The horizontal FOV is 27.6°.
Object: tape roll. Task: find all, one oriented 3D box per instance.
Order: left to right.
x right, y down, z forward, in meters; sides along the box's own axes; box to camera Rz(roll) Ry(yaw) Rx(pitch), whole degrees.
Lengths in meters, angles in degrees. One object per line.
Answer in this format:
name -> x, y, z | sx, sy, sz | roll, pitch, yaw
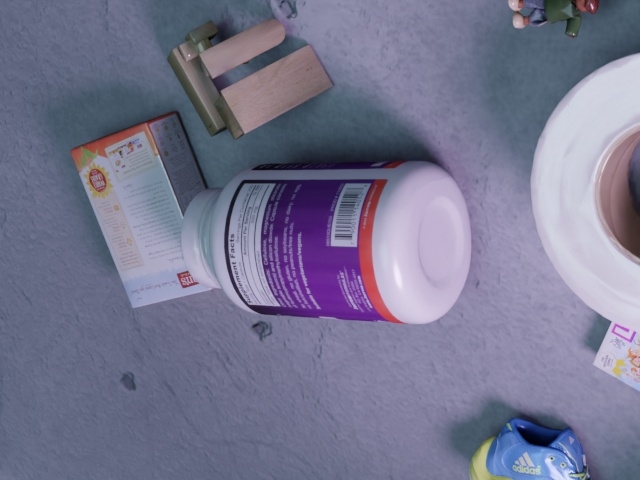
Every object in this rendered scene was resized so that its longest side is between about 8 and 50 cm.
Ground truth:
tape roll -> 0.355, -0.052, 1.273 | 0.286, 0.100, 0.286 | 8, 106, 30

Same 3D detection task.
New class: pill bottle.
pill bottle -> 0.000, 0.000, 1.510 | 0.322, 0.181, 0.182 | 1, 110, 35

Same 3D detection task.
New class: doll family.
doll family -> 0.242, -0.299, 1.285 | 0.111, 0.076, 0.193 | -3, 104, 41

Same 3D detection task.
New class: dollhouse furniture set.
dollhouse furniture set -> -0.090, -0.206, 1.586 | 0.144, 0.123, 0.151 | 60, 164, -1

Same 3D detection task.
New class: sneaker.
sneaker -> 0.282, 0.296, 1.495 | 0.240, 0.091, 0.126 | 35, 125, 20

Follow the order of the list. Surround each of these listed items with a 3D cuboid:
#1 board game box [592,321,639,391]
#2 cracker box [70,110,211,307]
board game box -> 0.367, 0.094, 1.391 | 0.103, 0.026, 0.154 | 30, 124, 22
cracker box -> -0.220, -0.038, 1.722 | 0.155, 0.067, 0.232 | -13, 100, 39
